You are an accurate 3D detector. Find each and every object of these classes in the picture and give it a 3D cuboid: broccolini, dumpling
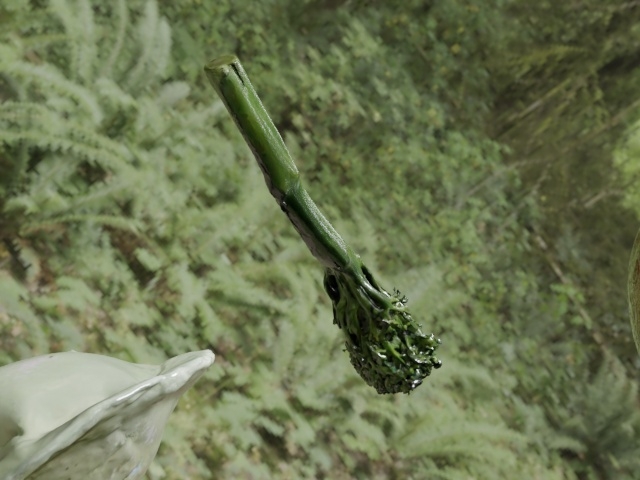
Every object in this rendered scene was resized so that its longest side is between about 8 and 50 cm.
[{"bbox_3d":[0.000,0.000,0.572,0.239,0.051,0.054,56,-3,-35],"label":"broccolini"},{"bbox_3d":[-0.182,0.139,0.684,0.179,0.252,0.131,73,-6,-85],"label":"dumpling"}]

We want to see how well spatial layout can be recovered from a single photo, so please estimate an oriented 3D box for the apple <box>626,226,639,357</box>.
[{"bbox_3d":[0.422,0.059,0.859,0.339,0.340,0.339,48,16,-19],"label":"apple"}]
